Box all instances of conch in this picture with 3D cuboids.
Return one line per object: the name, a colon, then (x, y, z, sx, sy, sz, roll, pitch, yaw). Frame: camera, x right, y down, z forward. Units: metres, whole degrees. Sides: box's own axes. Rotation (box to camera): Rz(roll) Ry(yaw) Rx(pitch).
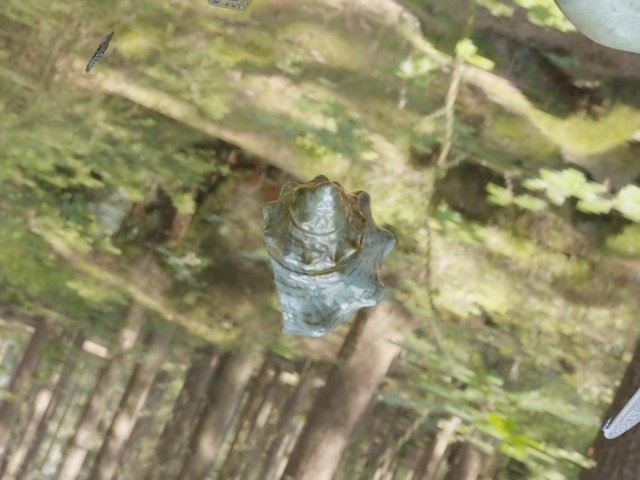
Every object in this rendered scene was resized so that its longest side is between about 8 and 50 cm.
conch: (0.013, 0.041, 1.572, 0.170, 0.203, 0.386, 13, 147, 21)

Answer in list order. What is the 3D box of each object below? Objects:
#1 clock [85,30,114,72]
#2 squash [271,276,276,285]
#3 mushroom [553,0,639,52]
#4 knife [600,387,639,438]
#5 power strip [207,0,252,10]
clock: (-0.335, -0.289, 1.807, 0.010, 0.074, 0.083, 33, 163, -18)
squash: (0.000, 0.000, 1.968, 0.123, 0.186, 0.123, 16, -174, -2)
mushroom: (0.388, -0.395, 1.374, 0.352, 0.352, 0.260, 21, 177, -43)
knife: (0.400, 0.088, 1.230, 0.081, 0.336, 0.043, 4, -140, -32)
power strip: (-0.116, -0.346, 1.437, 0.064, 0.044, 0.305, 10, 170, 1)
